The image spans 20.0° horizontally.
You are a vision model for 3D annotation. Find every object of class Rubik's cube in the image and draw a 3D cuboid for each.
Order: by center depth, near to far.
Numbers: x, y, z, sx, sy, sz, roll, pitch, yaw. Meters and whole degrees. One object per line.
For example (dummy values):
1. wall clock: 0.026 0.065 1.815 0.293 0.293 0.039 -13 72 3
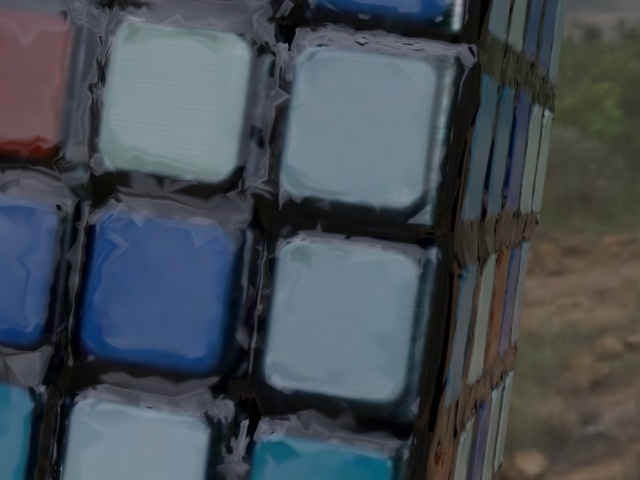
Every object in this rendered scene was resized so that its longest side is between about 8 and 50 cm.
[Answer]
1. Rubik's cube: -0.042 -0.031 0.422 0.187 0.182 0.184 9 3 13
